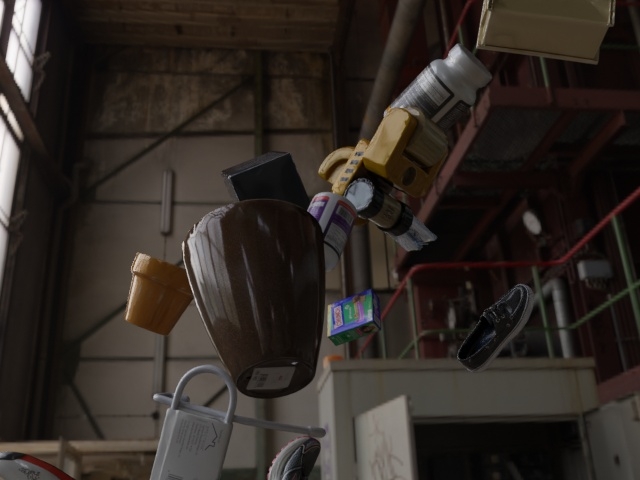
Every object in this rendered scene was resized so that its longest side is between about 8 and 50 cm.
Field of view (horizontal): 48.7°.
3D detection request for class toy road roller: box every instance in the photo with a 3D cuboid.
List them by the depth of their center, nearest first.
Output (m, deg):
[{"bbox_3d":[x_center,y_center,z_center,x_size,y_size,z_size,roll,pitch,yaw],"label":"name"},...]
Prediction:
[{"bbox_3d":[0.144,-0.191,1.813,0.241,0.329,0.203,33,4,40],"label":"toy road roller"}]

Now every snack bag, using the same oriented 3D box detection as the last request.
[{"bbox_3d":[0.214,-0.083,2.277,0.323,0.037,0.342,42,-9,-5],"label":"snack bag"}]

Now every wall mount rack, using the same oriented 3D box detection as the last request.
[{"bbox_3d":[-0.169,0.404,1.238,0.305,0.349,0.130,12,-9,11],"label":"wall mount rack"}]

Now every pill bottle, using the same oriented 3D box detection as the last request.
[{"bbox_3d":[0.000,0.000,1.528,0.108,0.193,0.108,18,-30,11],"label":"pill bottle"},{"bbox_3d":[0.318,-0.386,1.919,0.162,0.162,0.278,21,-56,-43],"label":"pill bottle"}]

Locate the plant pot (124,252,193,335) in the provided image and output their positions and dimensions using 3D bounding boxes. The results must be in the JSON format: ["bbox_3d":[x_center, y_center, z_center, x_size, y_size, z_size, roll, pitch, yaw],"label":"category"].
[{"bbox_3d":[-0.448,0.157,1.967,0.205,0.187,0.205,20,-10,4],"label":"plant pot"}]

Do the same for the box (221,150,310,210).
[{"bbox_3d":[-0.172,-0.128,2.363,0.212,0.293,0.395,-23,12,-7],"label":"box"}]

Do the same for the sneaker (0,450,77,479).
[{"bbox_3d":[-0.495,0.498,1.273,0.270,0.145,0.090,31,-42,-6],"label":"sneaker"}]

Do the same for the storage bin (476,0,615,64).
[{"bbox_3d":[0.497,-0.544,1.549,0.263,0.260,0.123,10,-22,8],"label":"storage bin"}]

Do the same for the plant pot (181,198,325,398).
[{"bbox_3d":[-0.081,0.098,1.004,0.216,0.230,0.215,-8,-39,-7],"label":"plant pot"}]

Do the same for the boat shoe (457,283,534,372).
[{"bbox_3d":[0.379,0.186,1.556,0.076,0.080,0.228,32,-81,-37],"label":"boat shoe"}]

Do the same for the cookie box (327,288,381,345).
[{"bbox_3d":[0.069,0.161,1.478,0.107,0.091,0.040,-23,-52,20],"label":"cookie box"}]

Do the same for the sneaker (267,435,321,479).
[{"bbox_3d":[-0.067,0.582,1.592,0.112,0.299,0.120,5,-43,29],"label":"sneaker"}]
